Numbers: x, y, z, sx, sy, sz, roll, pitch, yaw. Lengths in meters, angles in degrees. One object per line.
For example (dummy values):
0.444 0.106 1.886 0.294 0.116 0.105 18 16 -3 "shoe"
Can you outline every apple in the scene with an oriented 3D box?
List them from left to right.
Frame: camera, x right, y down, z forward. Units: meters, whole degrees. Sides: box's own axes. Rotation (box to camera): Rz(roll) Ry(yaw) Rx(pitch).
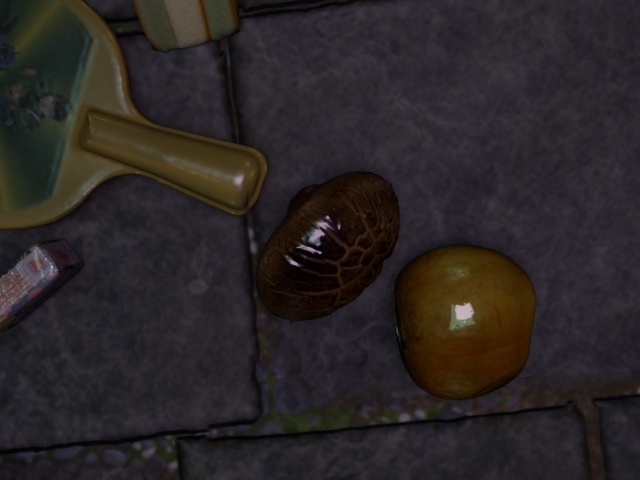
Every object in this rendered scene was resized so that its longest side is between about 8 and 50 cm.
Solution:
0.105 0.059 0.656 0.102 0.099 0.114 -7 91 2 "apple"

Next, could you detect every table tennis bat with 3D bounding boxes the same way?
-0.194 -0.091 0.694 0.321 0.050 0.198 19 94 6 "table tennis bat"

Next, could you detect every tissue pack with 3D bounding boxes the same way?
-0.229 0.037 0.693 0.083 0.063 0.035 -38 89 7 "tissue pack"

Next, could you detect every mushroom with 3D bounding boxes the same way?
0.007 0.005 0.657 0.085 0.109 0.126 32 112 -4 "mushroom"

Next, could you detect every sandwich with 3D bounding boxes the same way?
-0.116 -0.226 0.640 0.079 0.113 0.163 -10 94 4 "sandwich"
